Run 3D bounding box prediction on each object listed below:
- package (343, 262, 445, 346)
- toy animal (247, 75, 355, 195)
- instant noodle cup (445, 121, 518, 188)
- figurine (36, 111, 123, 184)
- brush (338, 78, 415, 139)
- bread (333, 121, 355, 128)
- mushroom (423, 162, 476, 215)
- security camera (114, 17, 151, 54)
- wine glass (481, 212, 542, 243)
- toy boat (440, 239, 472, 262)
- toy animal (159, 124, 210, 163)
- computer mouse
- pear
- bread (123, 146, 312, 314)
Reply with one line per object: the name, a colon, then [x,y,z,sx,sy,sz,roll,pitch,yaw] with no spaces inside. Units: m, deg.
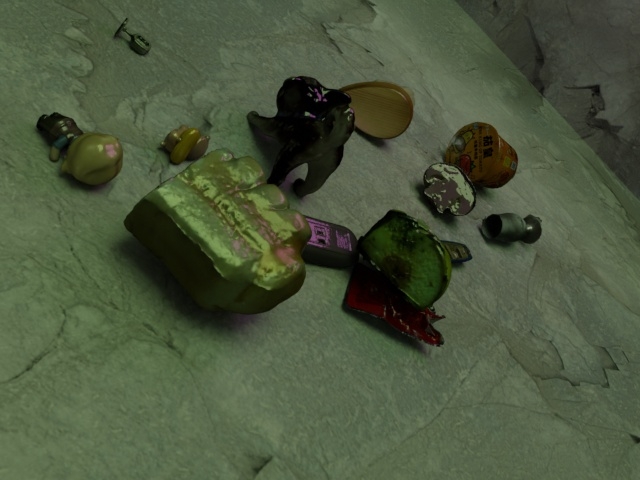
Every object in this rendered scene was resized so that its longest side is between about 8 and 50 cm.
package: [0.191,0.160,1.703,0.269,0.071,0.194,33,24,-7]
toy animal: [-0.033,-0.302,1.757,0.194,0.303,0.344,15,46,-36]
instant noodle cup: [0.561,-0.277,2.353,0.172,0.216,0.215,18,43,-42]
figurine: [-0.499,-0.192,1.416,0.196,0.108,0.114,31,25,14]
brush: [0.168,-0.436,2.194,0.267,0.174,0.166,18,26,-3]
bread: [0.041,-0.310,1.989,0.082,0.106,0.125,36,36,-10]
mushroom: [0.401,-0.153,2.155,0.188,0.141,0.117,53,4,10]
security camera: [-0.479,-0.525,1.783,0.092,0.058,0.058,35,37,-23]
wine glass: [0.628,-0.042,2.255,0.222,0.103,0.103,3,52,-40]
toy boat: [0.348,0.036,1.977,0.229,0.046,0.080,1,55,-41]
toy animal: [-0.318,-0.239,1.621,0.082,0.091,0.114,41,36,22]
computer mouse: [-0.001,0.000,1.687,0.232,0.057,0.120,14,55,-37]
pear: [0.240,0.042,1.731,0.238,0.164,0.255,43,12,14]
bread: [-0.187,0.004,1.402,0.341,0.210,0.300,43,49,0]
